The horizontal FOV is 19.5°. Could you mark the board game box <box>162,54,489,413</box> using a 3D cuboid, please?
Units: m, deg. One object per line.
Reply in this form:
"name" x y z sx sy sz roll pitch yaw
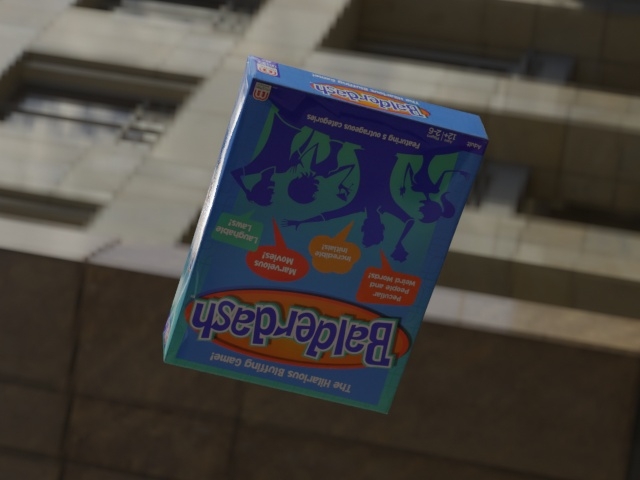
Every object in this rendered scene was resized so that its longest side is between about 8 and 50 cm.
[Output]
"board game box" 0.000 0.000 1.219 0.047 0.160 0.210 -101 27 -64
